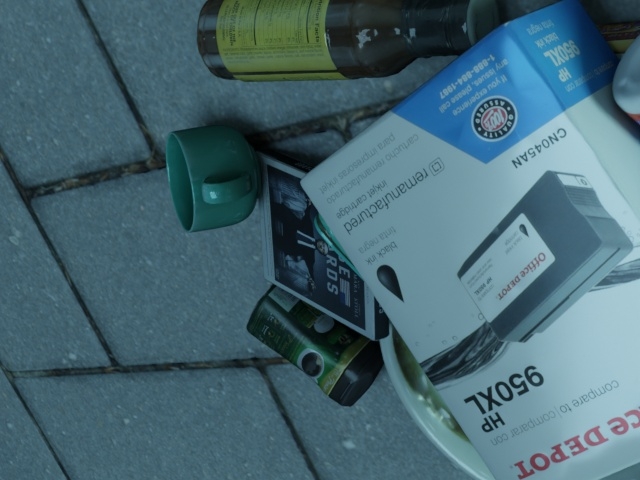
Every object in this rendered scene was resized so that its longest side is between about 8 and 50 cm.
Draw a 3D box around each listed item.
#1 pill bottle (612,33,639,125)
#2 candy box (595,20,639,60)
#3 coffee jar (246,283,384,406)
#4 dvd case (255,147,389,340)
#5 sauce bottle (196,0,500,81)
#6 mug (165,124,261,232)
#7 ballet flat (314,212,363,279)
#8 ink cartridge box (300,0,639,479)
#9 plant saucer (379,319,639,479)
[{"bbox_3d":[0.374,-0.102,1.027,0.221,0.124,0.124,38,140,-18],"label":"pill bottle"},{"bbox_3d":[0.319,-0.120,1.139,0.109,0.053,0.187,3,123,37],"label":"candy box"},{"bbox_3d":[-0.004,0.136,1.564,0.184,0.079,0.096,39,134,10],"label":"coffee jar"},{"bbox_3d":[0.000,0.000,1.421,0.238,0.029,0.179,26,126,50],"label":"dvd case"},{"bbox_3d":[0.026,-0.226,1.254,0.344,0.111,0.111,6,123,35],"label":"sauce bottle"},{"bbox_3d":[-0.127,-0.072,1.467,0.129,0.097,0.158,100,152,-45],"label":"mug"},{"bbox_3d":[0.097,0.042,1.272,0.087,0.083,0.247,-34,101,26],"label":"ballet flat"},{"bbox_3d":[0.214,0.018,1.108,0.285,0.166,0.395,-36,87,37],"label":"ink cartridge box"},{"bbox_3d":[0.259,0.136,1.338,0.400,0.100,0.401,21,131,26],"label":"plant saucer"}]
